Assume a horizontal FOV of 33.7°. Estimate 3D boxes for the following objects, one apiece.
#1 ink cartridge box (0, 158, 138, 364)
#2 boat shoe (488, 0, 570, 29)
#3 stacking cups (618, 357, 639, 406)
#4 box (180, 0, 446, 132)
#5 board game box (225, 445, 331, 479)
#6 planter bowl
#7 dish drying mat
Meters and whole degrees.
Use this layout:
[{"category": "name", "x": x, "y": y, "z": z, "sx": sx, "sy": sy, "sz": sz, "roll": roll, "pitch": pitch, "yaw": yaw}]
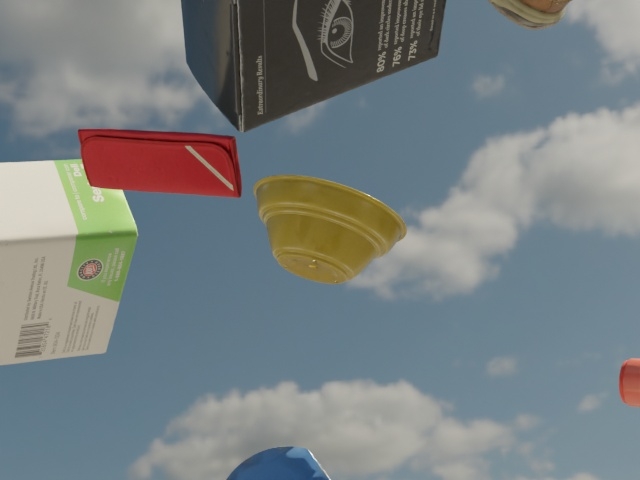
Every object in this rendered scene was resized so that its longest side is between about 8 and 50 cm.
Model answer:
[{"category": "ink cartridge box", "x": -0.341, "y": 0.029, "z": 1.046, "sx": 0.272, "sy": 0.115, "sz": 0.198, "roll": -4, "pitch": -41, "yaw": -28}, {"category": "boat shoe", "x": 0.197, "y": -0.405, "z": 1.314, "sx": 0.324, "sy": 0.123, "sz": 0.116, "roll": 36, "pitch": -38, "yaw": -3}, {"category": "stacking cups", "x": 0.538, "y": 0.188, "z": 1.315, "sx": 0.316, "sy": 0.096, "sz": 0.096, "roll": 0, "pitch": -19, "yaw": 37}, {"category": "box", "x": -0.005, "y": -0.206, "z": 0.871, "sx": 0.207, "sy": 0.108, "sz": 0.153, "roll": -23, "pitch": -36, "yaw": -21}, {"category": "board game box", "x": -0.036, "y": 0.321, "z": 1.206, "sx": 0.133, "sy": 0.169, "sz": 0.033, "roll": -37, "pitch": -23, "yaw": -8}, {"category": "planter bowl", "x": 0.000, "y": 0.000, "z": 1.417, "sx": 0.217, "sy": 0.090, "sz": 0.217, "roll": 16, "pitch": -19, "yaw": 6}, {"category": "dish drying mat", "x": -0.078, "y": -0.037, "z": 0.505, "sx": 0.083, "sy": 0.008, "sz": 0.032, "roll": 4, "pitch": -59, "yaw": 20}]
